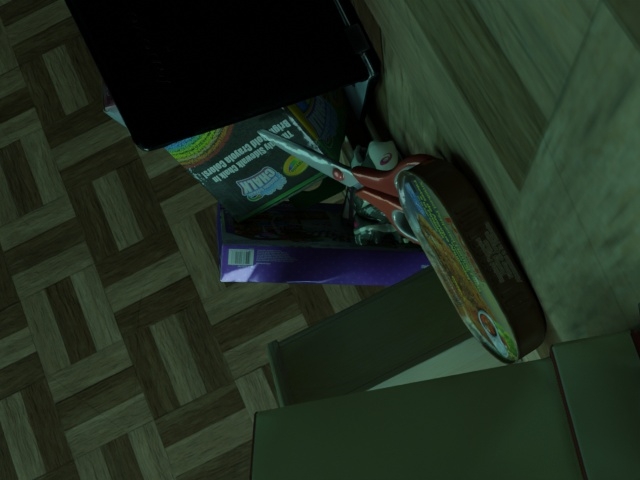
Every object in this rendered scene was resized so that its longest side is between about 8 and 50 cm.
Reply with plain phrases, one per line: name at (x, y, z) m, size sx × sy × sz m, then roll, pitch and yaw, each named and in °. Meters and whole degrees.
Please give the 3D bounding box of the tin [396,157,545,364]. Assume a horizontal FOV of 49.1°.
tin at (0.128, 0.017, 0.601) m, size 0.190 × 0.040 × 0.106 m, roll 61°, pitch 174°, yaw -1°

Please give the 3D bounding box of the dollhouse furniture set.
dollhouse furniture set at (0.140, 0.262, 0.869) m, size 0.394 × 0.256 × 0.362 m, roll 63°, pitch -179°, yaw -28°

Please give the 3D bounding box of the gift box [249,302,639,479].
gift box at (0.111, 0.196, 0.387) m, size 0.255 × 0.258 × 0.276 m, roll 60°, pitch -158°, yaw -48°

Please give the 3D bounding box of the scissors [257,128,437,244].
scissors at (0.035, -0.057, 0.747) m, size 0.297 × 0.021 × 0.109 m, roll 17°, pitch 138°, yaw 45°

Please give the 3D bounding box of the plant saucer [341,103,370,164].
plant saucer at (0.041, -0.190, 1.140) m, size 0.199 × 0.036 × 0.198 m, roll 64°, pitch -179°, yaw -3°

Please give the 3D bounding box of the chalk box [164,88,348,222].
chalk box at (-0.080, -0.162, 0.936) m, size 0.289 × 0.180 × 0.179 m, roll 47°, pitch -147°, yaw -30°

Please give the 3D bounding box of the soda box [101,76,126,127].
soda box at (-0.183, -0.243, 0.759) m, size 0.083 × 0.092 × 0.263 m, roll 43°, pitch -148°, yaw -63°

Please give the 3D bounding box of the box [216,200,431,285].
box at (0.000, 0.000, 1.005) m, size 0.201 × 0.293 × 0.057 m, roll -113°, pitch 27°, yaw -67°

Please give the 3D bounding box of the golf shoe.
golf shoe at (0.081, -0.067, 0.905) m, size 0.273 × 0.105 × 0.120 m, roll -119°, pitch 24°, yaw -83°

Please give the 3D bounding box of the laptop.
laptop at (-0.123, -0.289, 0.767) m, size 0.408 × 0.236 × 0.382 m, roll 34°, pitch -150°, yaw -89°
